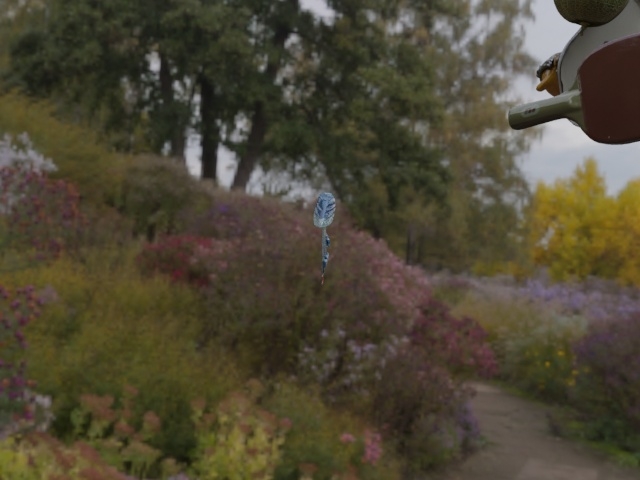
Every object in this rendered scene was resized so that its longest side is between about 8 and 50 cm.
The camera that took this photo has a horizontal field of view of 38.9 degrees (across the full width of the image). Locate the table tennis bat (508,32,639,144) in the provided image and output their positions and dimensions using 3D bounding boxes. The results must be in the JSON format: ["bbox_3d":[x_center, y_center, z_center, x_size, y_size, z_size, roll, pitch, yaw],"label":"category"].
[{"bbox_3d":[0.353,-0.181,1.138,0.246,0.138,0.022,-10,-18,36],"label":"table tennis bat"}]

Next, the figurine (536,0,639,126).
[{"bbox_3d":[0.502,-0.349,1.714,0.166,0.250,0.141,21,13,-21],"label":"figurine"}]

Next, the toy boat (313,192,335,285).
[{"bbox_3d":[0.000,-0.006,1.441,0.034,0.149,0.105,8,-7,5],"label":"toy boat"}]

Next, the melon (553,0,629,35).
[{"bbox_3d":[0.465,-0.444,1.543,0.139,0.192,0.139,12,1,0],"label":"melon"}]
